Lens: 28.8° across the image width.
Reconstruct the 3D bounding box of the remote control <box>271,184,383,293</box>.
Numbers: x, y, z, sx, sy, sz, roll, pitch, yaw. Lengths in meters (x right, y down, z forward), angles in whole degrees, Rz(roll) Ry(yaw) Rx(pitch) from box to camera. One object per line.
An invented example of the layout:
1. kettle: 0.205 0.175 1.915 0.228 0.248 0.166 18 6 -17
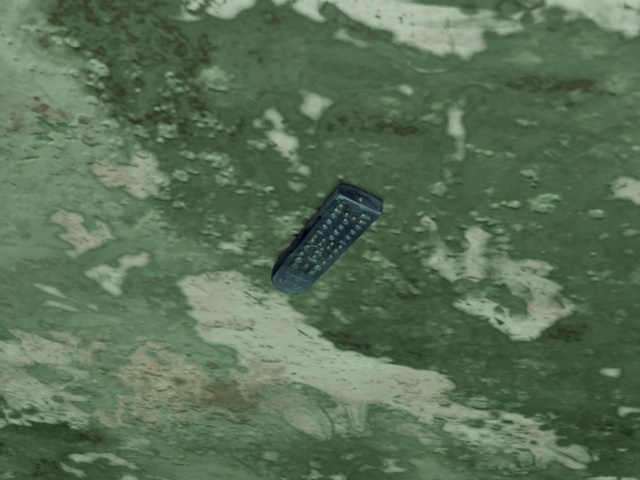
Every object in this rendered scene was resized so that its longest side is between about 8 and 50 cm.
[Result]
1. remote control: 0.000 0.001 1.101 0.044 0.027 0.152 29 140 -13
